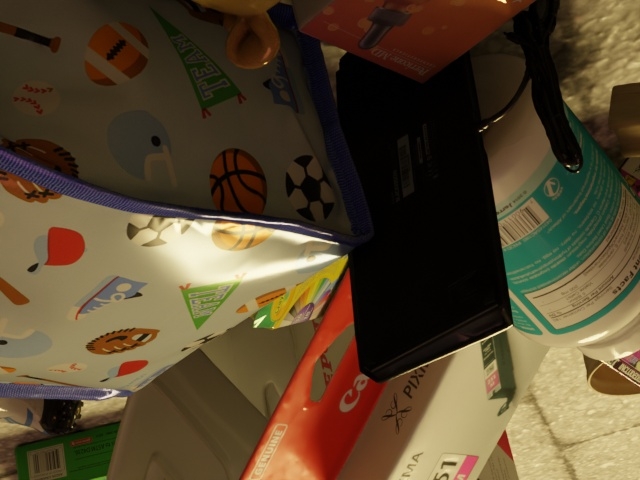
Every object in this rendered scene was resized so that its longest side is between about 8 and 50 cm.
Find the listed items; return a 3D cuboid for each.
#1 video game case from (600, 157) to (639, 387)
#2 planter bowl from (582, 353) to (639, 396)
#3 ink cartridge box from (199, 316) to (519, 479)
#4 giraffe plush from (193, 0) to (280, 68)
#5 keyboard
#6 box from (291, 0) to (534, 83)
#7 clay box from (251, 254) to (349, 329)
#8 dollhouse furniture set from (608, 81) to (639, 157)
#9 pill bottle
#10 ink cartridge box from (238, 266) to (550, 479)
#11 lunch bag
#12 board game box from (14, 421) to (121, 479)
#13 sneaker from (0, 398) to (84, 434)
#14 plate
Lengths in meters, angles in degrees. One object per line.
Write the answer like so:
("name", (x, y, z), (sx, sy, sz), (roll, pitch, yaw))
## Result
("video game case", (0.327, 0.029, 1.406), (0.232, 0.042, 0.210), (32, 97, -41))
("planter bowl", (0.361, 0.091, 1.597), (0.162, 0.109, 0.162), (-9, 151, -5))
("ink cartridge box", (0.047, 0.239, 1.561), (0.160, 0.279, 0.385), (-29, 147, 30))
("giraffe plush", (-0.041, -0.203, 0.825), (0.210, 0.181, 0.170), (28, 134, -28))
("keyboard", (0.098, -0.064, 1.000), (0.201, 0.317, 0.033), (-31, 134, 29))
("box", (0.077, -0.202, 0.971), (0.130, 0.091, 0.170), (16, 140, -42))
("clay box", (0.000, 0.000, 1.174), (0.127, 0.053, 0.222), (-64, 160, 12))
("dollhouse furniture set", (0.236, -0.110, 1.232), (0.301, 0.151, 0.197), (-4, 141, 30))
("pill bottle", (0.174, -0.013, 1.129), (0.146, 0.146, 0.264), (-27, 129, 24))
("ink cartridge box", (0.083, 0.127, 1.262), (0.239, 0.060, 0.275), (12, 110, -46))
("lunch bag", (-0.221, -0.042, 0.993), (0.385, 0.239, 0.328), (4, 150, -42))
("board game box", (-0.217, 0.312, 1.805), (0.242, 0.064, 0.316), (-14, 152, 2))
("sneaker", (-0.329, 0.147, 1.461), (0.086, 0.085, 0.237), (2, 165, 32))
("plate", (-0.139, 0.255, 1.411), (0.045, 0.278, 0.277), (0, 117, -38))
